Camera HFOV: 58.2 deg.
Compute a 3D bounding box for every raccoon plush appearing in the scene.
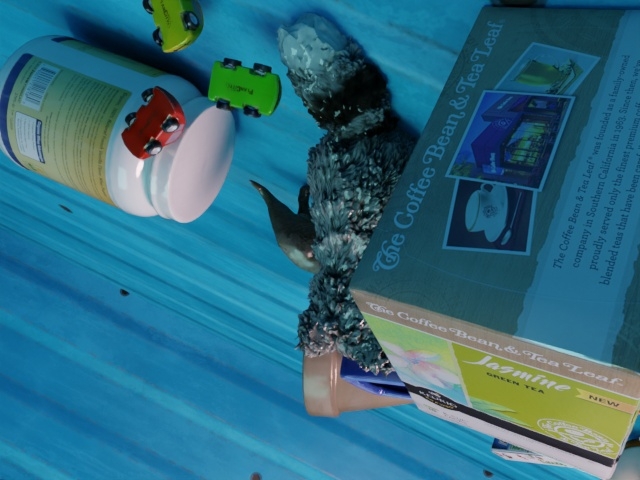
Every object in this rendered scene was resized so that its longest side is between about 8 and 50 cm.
[{"bbox_3d":[0.008,-0.024,0.778,0.216,0.299,0.446,-1,145,49],"label":"raccoon plush"}]

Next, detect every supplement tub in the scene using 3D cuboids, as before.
[{"bbox_3d":[-0.319,-0.173,0.912,0.316,0.228,0.228,22,157,12],"label":"supplement tub"}]

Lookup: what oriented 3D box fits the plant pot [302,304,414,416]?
[{"bbox_3d":[0.130,0.234,1.255,0.280,0.323,0.323,4,153,12],"label":"plant pot"}]

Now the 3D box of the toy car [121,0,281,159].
[{"bbox_3d":[-0.138,-0.199,0.718,0.225,0.239,0.053,20,-164,23],"label":"toy car"}]

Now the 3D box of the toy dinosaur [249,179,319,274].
[{"bbox_3d":[0.000,0.000,1.024,0.313,0.160,0.121,39,155,-28],"label":"toy dinosaur"}]

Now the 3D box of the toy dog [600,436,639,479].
[{"bbox_3d":[0.787,0.572,1.246,0.395,0.284,0.408,28,160,0],"label":"toy dog"}]

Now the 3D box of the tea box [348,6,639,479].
[{"bbox_3d":[0.223,0.008,0.568,0.220,0.329,0.323,14,155,30],"label":"tea box"}]

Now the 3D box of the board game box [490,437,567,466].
[{"bbox_3d":[0.508,0.396,1.278,0.053,0.193,0.305,30,158,-6],"label":"board game box"}]

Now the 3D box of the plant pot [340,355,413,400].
[{"bbox_3d":[0.185,0.165,1.000,0.236,0.212,0.236,1,158,22],"label":"plant pot"}]
